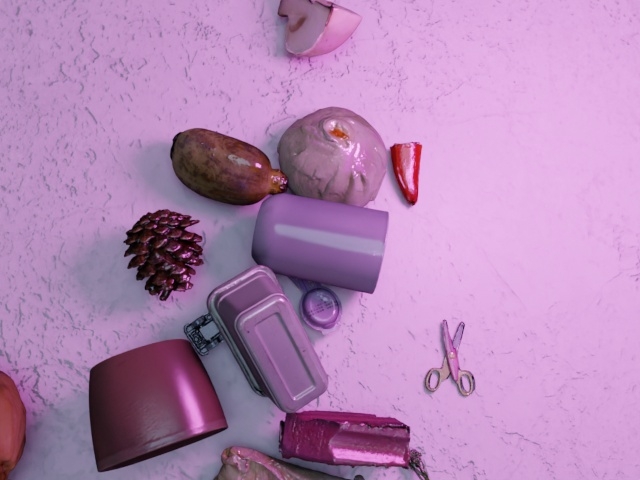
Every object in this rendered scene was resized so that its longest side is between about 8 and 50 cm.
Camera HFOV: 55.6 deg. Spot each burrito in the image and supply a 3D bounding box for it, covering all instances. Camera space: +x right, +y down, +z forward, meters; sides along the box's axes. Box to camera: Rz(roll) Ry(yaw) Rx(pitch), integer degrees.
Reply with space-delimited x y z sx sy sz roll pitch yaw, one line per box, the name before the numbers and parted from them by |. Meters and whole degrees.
burrito | -0.087 0.579 1.387 0.347 0.107 0.175 12 107 1

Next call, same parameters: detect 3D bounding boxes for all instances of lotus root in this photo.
lotus root | -0.228 -0.181 1.500 0.309 0.173 0.173 19 76 10

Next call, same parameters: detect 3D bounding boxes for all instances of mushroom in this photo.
mushroom | -0.002 -0.574 1.658 0.236 0.173 0.162 43 118 39

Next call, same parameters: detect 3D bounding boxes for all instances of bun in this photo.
bun | 0.041 -0.220 1.543 0.293 0.187 0.293 2 78 -9

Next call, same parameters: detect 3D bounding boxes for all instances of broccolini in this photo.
broccolini | 0.256 0.590 1.459 0.054 0.052 0.194 -27 83 -8

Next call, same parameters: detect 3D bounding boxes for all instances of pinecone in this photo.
pinecone | -0.364 0.031 1.439 0.184 0.179 0.205 -25 87 27

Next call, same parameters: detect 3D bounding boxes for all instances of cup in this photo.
cup | 0.000 0.000 1.473 0.312 0.205 0.206 12 76 1

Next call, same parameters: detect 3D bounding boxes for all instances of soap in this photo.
soap | 0.046 0.453 1.398 0.289 0.182 0.112 8 76 -10

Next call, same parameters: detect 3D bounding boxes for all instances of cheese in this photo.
cheese | -0.009 0.145 1.527 0.105 0.042 0.191 -19 72 -14

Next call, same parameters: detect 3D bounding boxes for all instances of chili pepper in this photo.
chili pepper | 0.237 -0.175 1.624 0.088 0.065 0.169 -6 83 8

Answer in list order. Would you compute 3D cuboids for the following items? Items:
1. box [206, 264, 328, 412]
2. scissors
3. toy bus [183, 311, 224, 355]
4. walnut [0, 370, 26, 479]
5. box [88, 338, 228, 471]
box | -0.107 0.233 1.367 0.175 0.182 0.312 -30 111 -14
scissors | 0.336 0.297 1.549 0.133 0.020 0.187 7 79 -9
toy bus | -0.230 0.190 1.465 0.194 0.089 0.087 -35 92 -13
walnut | -0.803 0.402 1.238 0.383 0.383 0.384 2 77 -7
box | -0.361 0.352 1.315 0.301 0.301 0.216 -18 76 -11
